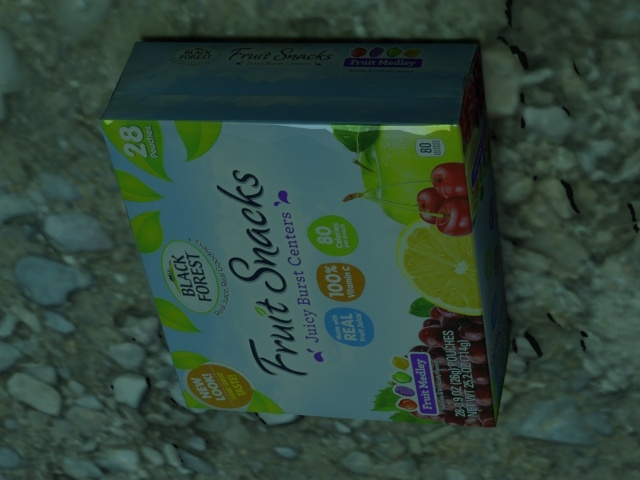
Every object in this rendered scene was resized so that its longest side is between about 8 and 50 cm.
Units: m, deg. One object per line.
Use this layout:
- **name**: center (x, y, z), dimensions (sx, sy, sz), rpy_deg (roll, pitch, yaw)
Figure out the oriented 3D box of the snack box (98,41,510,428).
- **snack box**: center (0.000, 0.000, 0.838), dimensions (0.174, 0.070, 0.207), rpy_deg (3, 133, 14)
